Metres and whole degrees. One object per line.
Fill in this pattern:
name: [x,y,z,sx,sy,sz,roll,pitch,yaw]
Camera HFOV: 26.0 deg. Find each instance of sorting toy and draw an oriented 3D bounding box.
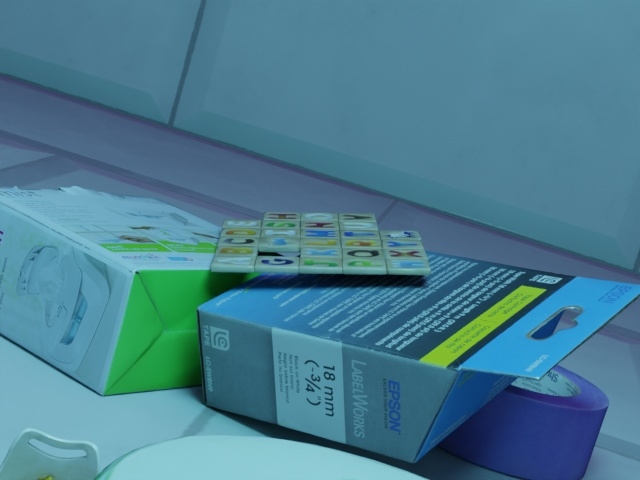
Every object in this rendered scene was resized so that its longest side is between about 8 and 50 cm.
sorting toy: [-0.176,0.160,0.890,0.083,0.075,0.045,16,11,-7]

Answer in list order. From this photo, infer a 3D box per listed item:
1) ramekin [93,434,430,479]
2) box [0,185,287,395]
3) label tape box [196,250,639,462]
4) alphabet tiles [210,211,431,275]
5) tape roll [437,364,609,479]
ramekin: [0.000,0.215,0.679,0.303,0.148,0.303,16,11,-3]
box: [-0.182,0.041,1.352,0.231,0.126,0.262,23,13,34]
label tape box: [0.093,0.096,1.240,0.334,0.105,0.241,10,22,33]
alphabet tiles: [0.000,0.000,1.349,0.198,0.009,0.237,1,13,-1]
tape roll: [0.188,0.167,1.393,0.189,0.080,0.189,17,10,-3]
